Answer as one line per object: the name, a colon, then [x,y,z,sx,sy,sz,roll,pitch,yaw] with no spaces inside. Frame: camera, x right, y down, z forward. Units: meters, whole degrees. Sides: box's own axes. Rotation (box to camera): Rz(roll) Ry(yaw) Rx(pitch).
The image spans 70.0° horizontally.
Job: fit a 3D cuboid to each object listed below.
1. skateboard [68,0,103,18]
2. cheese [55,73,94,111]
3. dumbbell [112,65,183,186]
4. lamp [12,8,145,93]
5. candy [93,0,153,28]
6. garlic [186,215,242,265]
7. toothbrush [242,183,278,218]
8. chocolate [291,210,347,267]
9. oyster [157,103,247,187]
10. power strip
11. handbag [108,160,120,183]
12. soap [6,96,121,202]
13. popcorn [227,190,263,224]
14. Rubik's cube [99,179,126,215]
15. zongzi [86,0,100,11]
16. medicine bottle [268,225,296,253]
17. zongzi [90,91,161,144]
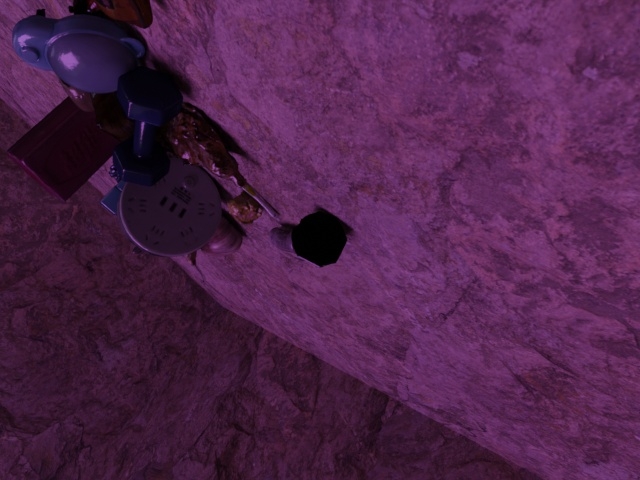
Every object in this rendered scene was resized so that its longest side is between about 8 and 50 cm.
skateboard: [-0.587,-0.552,1.164,0.080,0.067,0.151,29,156,-3]
cheese: [-0.759,-0.494,1.454,0.176,0.091,0.202,62,169,-4]
dumbbell: [-0.472,-0.297,1.235,0.160,0.144,0.325,59,143,20]
lamp: [-0.589,-0.459,1.124,0.283,0.147,0.209,18,151,-17]
candy: [-0.454,-0.544,0.910,0.271,0.101,0.143,38,162,14]
garlic: [-0.460,0.001,1.849,0.244,0.253,0.245,25,150,15]
toothbrush: [-0.228,-0.162,1.442,0.263,0.022,0.026,45,170,-18]
chocolate: [0.000,0.000,1.290,0.156,0.156,0.133,34,178,9]
oyster: [-0.366,-0.283,1.301,0.396,0.111,0.204,27,154,36]
power strip: [-0.527,-0.099,1.582,0.357,0.358,0.161,45,160,-18]
handbag: [-0.727,-0.300,1.743,0.062,0.179,0.229,44,156,-16]
soap: [-0.913,-0.353,1.683,0.128,0.360,0.233,23,155,26]
popcorn: [-0.248,-0.104,1.498,0.089,0.109,0.097,-121,37,-50]
Rubik's cube: [-0.661,-0.163,1.768,0.224,0.231,0.221,45,-177,-17]
zongzi: [-0.488,-0.558,1.016,0.083,0.067,0.074,1,130,30]
medicine bottle: [-0.105,-0.004,1.488,0.140,0.079,0.079,12,148,48]
zongzi: [-0.617,-0.422,1.434,0.300,0.138,0.286,58,180,14]
